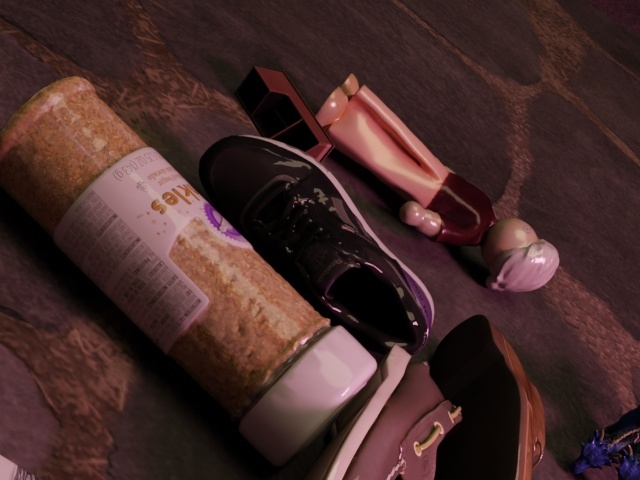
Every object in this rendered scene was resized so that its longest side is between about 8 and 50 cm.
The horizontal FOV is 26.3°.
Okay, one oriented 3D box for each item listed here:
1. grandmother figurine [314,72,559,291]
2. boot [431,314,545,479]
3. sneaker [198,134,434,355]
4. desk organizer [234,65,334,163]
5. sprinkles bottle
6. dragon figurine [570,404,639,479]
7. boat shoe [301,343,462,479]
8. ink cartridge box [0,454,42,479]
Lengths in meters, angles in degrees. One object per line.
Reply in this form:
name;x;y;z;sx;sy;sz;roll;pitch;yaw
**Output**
grandmother figurine;0.139;-0.057;1.640;0.342;0.104;0.208;38;34;-1
boot;0.178;0.189;1.306;0.115;0.112;0.305;45;22;-17
sneaker;0.000;0.000;1.305;0.283;0.107;0.124;41;5;0
desk organizer;-0.043;-0.140;1.577;0.050;0.047;0.130;6;42;-47
sprinkles bottle;-0.118;0.024;1.131;0.355;0.121;0.121;44;26;7
dragon figurine;0.388;0.180;1.488;0.085;0.289;0.144;49;-11;11
boat shoe;0.049;0.185;1.118;0.096;0.116;0.324;38;20;1
ink cartridge box;-0.189;0.217;0.752;0.237;0.100;0.172;35;26;-15
